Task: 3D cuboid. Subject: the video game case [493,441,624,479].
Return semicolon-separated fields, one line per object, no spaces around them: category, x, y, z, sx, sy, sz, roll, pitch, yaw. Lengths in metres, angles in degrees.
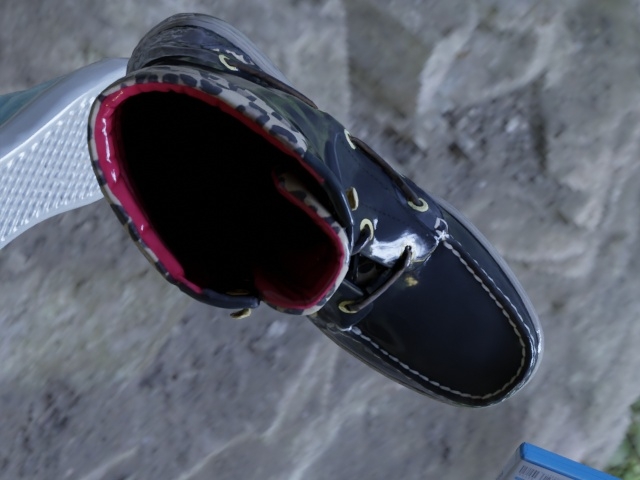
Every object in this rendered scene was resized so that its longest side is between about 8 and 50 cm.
video game case;0.139;0.200;1.161;0.119;0.166;0.015;22;38;-11

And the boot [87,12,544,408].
boot;0.000;0.000;1.261;0.138;0.284;0.377;-43;94;10

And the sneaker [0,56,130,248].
sneaker;-0.293;-0.091;1.690;0.150;0.135;0.366;28;39;26
